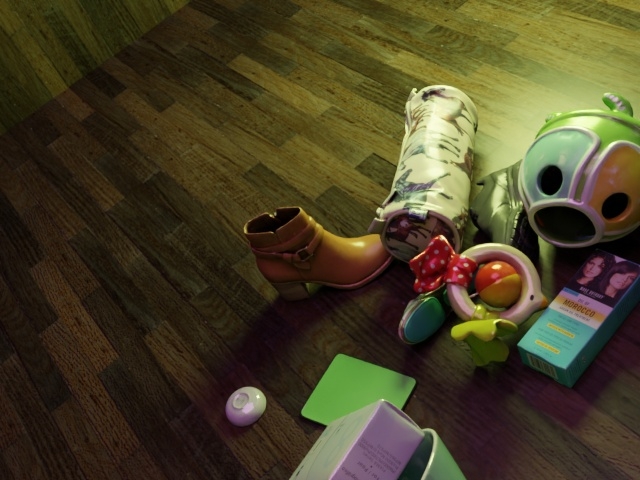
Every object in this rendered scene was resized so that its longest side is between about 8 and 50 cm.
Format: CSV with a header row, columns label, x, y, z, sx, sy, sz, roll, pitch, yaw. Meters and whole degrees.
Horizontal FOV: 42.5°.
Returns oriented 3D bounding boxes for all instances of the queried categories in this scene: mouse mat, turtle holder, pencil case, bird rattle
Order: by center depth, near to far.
label,x,y,z,sx,sy,sz,roll,pitch,yaw
bird rattle,0.283,0.088,1.466,0.206,0.143,0.254,-22,57,-6
turtle holder,0.511,-0.099,1.481,0.320,0.243,0.227,15,55,32
mouse mat,0.069,0.288,1.509,0.189,0.007,0.153,14,57,35
pencil case,0.227,-0.147,1.723,0.160,0.183,0.410,-48,20,49

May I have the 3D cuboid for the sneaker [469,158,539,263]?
label,x,y,z,sx,sy,sz,roll,pitch,yaw
sneaker,0.356,-0.035,1.620,0.130,0.109,0.286,-15,37,29

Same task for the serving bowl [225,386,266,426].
label,x,y,z,sx,sy,sz,roll,pitch,yaw
serving bowl,-0.147,0.314,1.580,0.083,0.027,0.083,-15,43,15

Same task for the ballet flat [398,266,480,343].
label,x,y,z,sx,sy,sz,roll,pitch,yaw
ballet flat,0.215,0.114,1.563,0.221,0.077,0.079,-41,25,-21

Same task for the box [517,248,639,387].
label,x,y,z,sx,sy,sz,roll,pitch,yaw
box,0.455,0.130,1.421,0.100,0.060,0.244,27,65,42

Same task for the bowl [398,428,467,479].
label,x,y,z,sx,sy,sz,roll,pitch,yaw
bowl,0.124,0.438,1.158,0.163,0.311,0.311,38,66,1

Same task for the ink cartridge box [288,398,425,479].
label,x,y,z,sx,sy,sz,roll,pitch,yaw
ink cartridge box,-0.027,0.426,1.221,0.091,0.308,0.385,40,67,1

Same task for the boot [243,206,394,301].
label,x,y,z,sx,sy,sz,roll,pitch,yaw
boot,0.000,0.000,1.666,0.283,0.220,0.109,-16,43,12
